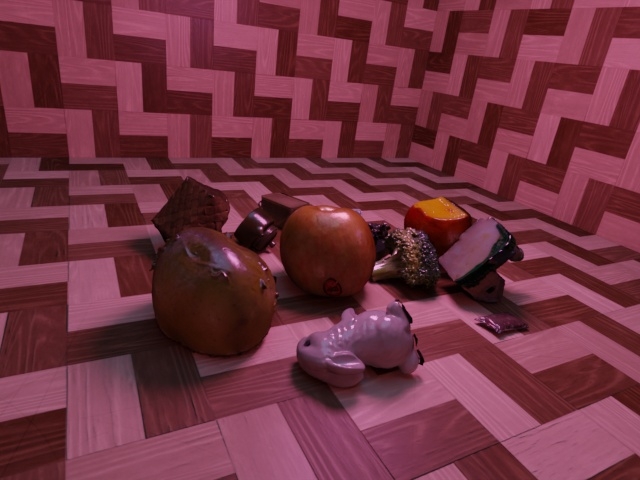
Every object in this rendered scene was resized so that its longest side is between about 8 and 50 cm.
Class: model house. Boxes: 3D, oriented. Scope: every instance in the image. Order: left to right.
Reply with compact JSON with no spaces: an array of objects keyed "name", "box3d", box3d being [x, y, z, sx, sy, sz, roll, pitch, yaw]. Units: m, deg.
[{"name":"model house","box3d":[0.716,0.101,1.874,0.284,0.298,0.243,39,15,-29]}]

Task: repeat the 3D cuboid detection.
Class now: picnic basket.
[{"name":"picnic basket","box3d":[-0.531,-0.074,1.995,0.337,0.337,0.293,-17,42,-43]},{"name":"picnic basket","box3d":[-0.199,-0.159,2.396,0.267,0.139,0.165,24,28,33]}]

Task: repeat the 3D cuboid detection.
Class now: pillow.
[{"name":"pillow","box3d":[0.697,0.311,1.690,0.185,0.043,0.118,-7,24,-29]}]

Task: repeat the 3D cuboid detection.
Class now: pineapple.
[{"name":"pineapple","box3d":[0.145,-0.034,2.017,0.362,0.202,0.202,-11,10,36]}]

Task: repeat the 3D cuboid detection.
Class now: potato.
[{"name":"potato","box3d":[-0.338,0.120,1.425,0.442,0.319,0.385,27,42,29]}]

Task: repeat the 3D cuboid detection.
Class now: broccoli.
[{"name":"broccoli","box3d":[0.363,0.056,1.926,0.302,0.249,0.375,4,29,-15]}]

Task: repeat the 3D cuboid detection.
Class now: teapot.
[{"name":"teapot","box3d":[-0.281,-0.031,2.061,0.175,0.185,0.267,43,-3,2]}]

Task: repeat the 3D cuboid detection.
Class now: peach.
[{"name":"peach","box3d":[0.551,-0.035,2.084,0.242,0.380,0.306,-19,60,-13]}]

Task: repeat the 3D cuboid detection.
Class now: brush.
[{"name":"brush","box3d":[0.266,0.037,2.178,0.123,0.059,0.197,20,26,30]}]

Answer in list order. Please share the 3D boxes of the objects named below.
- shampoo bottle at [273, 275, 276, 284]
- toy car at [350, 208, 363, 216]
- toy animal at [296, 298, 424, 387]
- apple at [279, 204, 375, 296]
[{"name":"shampoo bottle","box3d":[-0.332,0.150,1.719,0.314,0.076,0.118,12,31,12]},{"name":"toy car","box3d":[0.086,-0.098,1.950,0.205,0.056,0.095,-1,42,22]},{"name":"toy animal","box3d":[0.112,0.329,1.342,0.357,0.194,0.258,-20,56,-19]},{"name":"apple","box3d":[0.029,0.030,1.771,0.392,0.346,0.391,3,18,-1]}]
